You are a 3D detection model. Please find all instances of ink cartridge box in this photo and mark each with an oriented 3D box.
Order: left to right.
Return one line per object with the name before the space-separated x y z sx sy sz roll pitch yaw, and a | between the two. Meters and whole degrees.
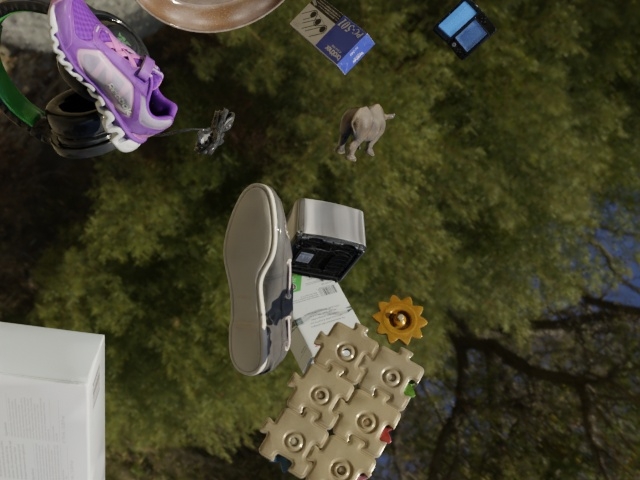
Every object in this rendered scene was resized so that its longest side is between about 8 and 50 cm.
ink cartridge box | -0.010 0.178 1.701 0.153 0.208 0.087 -13 149 -29
ink cartridge box | 0.025 -0.477 1.728 0.097 0.046 0.207 -45 -125 6

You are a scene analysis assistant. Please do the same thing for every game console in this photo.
game console | 0.375 -0.550 1.952 0.122 0.107 0.071 -40 168 25

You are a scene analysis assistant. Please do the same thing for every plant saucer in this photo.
plant saucer | -0.163 -0.466 1.158 0.310 0.311 0.050 -39 -128 23

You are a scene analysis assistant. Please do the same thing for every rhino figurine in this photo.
rhino figurine | 0.100 -0.239 1.598 0.243 0.073 0.106 -31 139 -64

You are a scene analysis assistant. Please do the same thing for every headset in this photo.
headset | -0.335 -0.243 1.178 0.243 0.394 0.185 -60 -175 41

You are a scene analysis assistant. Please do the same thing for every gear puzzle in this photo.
gear puzzle | 0.053 0.220 1.147 0.339 0.175 0.044 -57 167 -25

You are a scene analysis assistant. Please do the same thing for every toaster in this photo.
toaster | 0.000 0.000 1.648 0.185 0.168 0.110 125 -29 -53

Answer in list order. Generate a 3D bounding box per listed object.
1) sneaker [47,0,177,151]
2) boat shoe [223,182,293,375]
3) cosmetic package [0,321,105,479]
sneaker | -0.270 -0.231 1.010 0.105 0.236 0.095 -10 -139 19
boat shoe | -0.100 0.067 1.308 0.112 0.335 0.095 8 -172 32
cosmetic package | -0.432 0.270 0.979 0.097 0.284 0.377 -92 -169 -55
